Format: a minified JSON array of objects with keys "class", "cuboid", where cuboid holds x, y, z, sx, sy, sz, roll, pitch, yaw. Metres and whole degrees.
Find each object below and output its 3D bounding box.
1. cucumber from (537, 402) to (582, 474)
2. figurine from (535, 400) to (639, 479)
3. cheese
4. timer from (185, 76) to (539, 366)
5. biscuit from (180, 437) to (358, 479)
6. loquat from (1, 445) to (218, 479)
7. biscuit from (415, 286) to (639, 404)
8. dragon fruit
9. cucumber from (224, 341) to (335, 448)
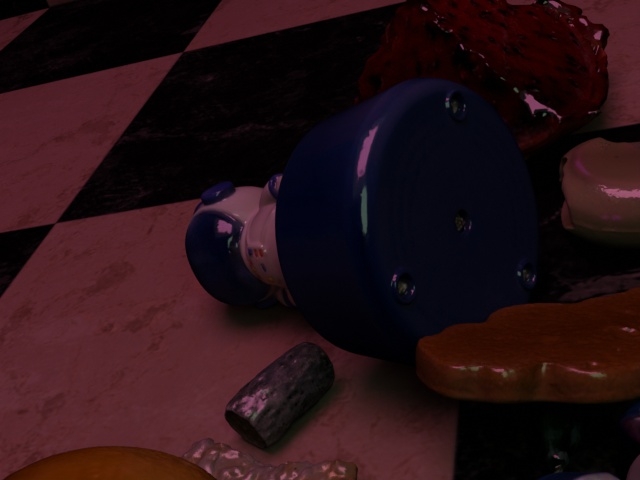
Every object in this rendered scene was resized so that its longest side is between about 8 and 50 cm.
[{"class":"cucumber","cuboid":[0.201,0.145,0.767,0.037,0.037,0.155,-9,30,17]},{"class":"figurine","cuboid":[0.166,0.185,0.585,0.338,0.204,0.283,-22,3,-29]},{"class":"cheese","cuboid":[0.396,-0.063,0.950,0.287,0.082,0.163,-7,34,15]},{"class":"timer","cuboid":[0.000,0.000,0.948,0.384,0.270,0.270,-8,30,45]},{"class":"biscuit","cuboid":[-0.092,0.244,0.772,0.266,0.040,0.188,-19,31,-1]},{"class":"loquat","cuboid":[-0.131,0.262,0.556,0.263,0.263,0.263,-14,31,9]},{"class":"biscuit","cuboid":[0.223,0.090,0.754,0.295,0.044,0.186,-6,11,-11]},{"class":"dragon fruit","cuboid":[0.254,-0.190,1.227,0.286,0.228,0.329,43,40,22]},{"class":"cucumber","cuboid":[-0.038,0.146,0.876,0.064,0.064,0.112,14,44,43]}]
